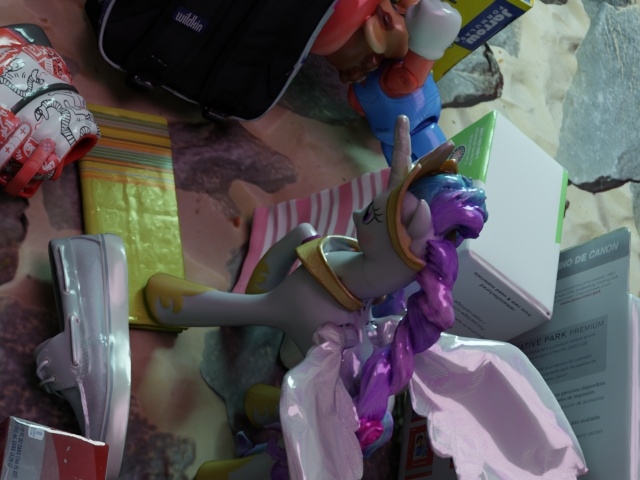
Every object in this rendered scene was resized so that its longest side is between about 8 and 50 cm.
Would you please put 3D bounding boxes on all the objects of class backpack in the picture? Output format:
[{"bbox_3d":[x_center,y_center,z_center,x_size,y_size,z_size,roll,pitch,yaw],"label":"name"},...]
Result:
[{"bbox_3d":[-0.095,-0.278,1.289,0.225,0.253,0.191,22,31,-29],"label":"backpack"}]

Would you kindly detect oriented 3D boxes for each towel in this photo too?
[{"bbox_3d":[-0.185,-0.024,1.214,0.102,0.021,0.237,8,60,-32],"label":"towel"},{"bbox_3d":[0.000,0.000,1.233,0.029,0.197,0.144,48,38,-34],"label":"towel"}]

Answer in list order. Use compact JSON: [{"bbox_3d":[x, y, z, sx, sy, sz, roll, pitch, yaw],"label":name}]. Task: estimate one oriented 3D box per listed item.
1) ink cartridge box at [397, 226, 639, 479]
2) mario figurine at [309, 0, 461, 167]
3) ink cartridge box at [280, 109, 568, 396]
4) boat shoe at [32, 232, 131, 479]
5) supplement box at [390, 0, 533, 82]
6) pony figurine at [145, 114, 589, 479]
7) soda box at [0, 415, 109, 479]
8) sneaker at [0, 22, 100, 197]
[{"bbox_3d":[0.222,0.165,1.204,0.130,0.309,0.272,22,62,-30],"label":"ink cartridge box"},{"bbox_3d":[0.106,-0.187,1.420,0.320,0.198,0.170,63,32,-17],"label":"mario figurine"},{"bbox_3d":[0.102,0.027,1.248,0.115,0.273,0.198,36,45,-22],"label":"ink cartridge box"},{"bbox_3d":[-0.207,0.100,1.082,0.081,0.079,0.227,1,64,-14],"label":"boat shoe"},{"bbox_3d":[0.123,-0.416,1.613,0.195,0.194,0.356,21,51,-31],"label":"supplement box"},{"bbox_3d":[0.022,0.115,1.039,0.303,0.363,0.351,-4,73,-42],"label":"pony figurine"},{"bbox_3d":[-0.227,0.272,0.932,0.092,0.083,0.263,24,51,-29],"label":"soda box"},{"bbox_3d":[-0.312,-0.101,1.096,0.270,0.090,0.145,-25,79,-50],"label":"sneaker"}]
